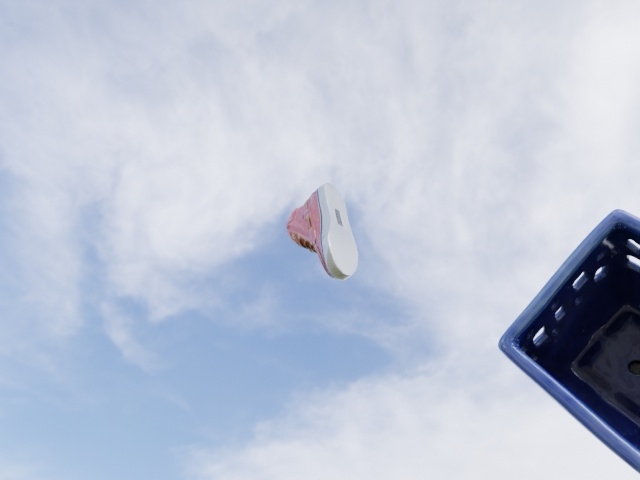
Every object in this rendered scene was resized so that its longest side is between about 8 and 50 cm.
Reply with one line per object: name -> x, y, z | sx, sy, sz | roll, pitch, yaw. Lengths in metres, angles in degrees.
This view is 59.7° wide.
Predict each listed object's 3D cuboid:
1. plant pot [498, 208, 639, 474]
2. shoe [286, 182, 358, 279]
plant pot -> 0.396, 0.141, 0.697 | 0.236, 0.236, 0.212 | -48, -33, 1
shoe -> 0.000, 0.000, 0.815 | 0.081, 0.178, 0.063 | -36, -49, 27
